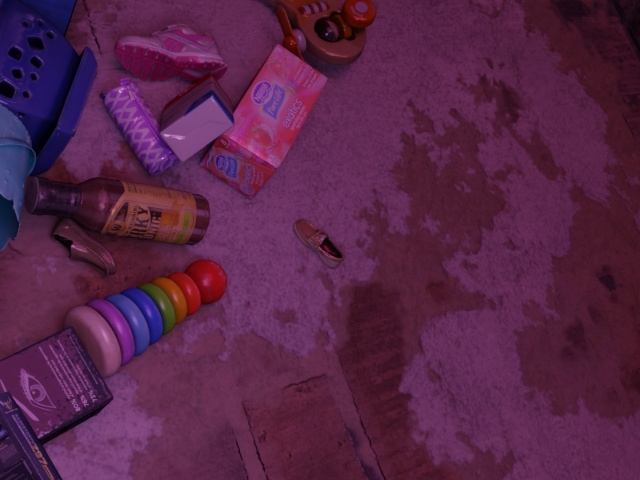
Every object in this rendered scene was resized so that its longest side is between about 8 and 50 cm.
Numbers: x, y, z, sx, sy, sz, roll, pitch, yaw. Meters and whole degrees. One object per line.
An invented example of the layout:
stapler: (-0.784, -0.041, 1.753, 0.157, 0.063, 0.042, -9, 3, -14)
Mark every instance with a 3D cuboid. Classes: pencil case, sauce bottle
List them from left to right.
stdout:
sauce bottle: (-0.384, -0.060, 1.677, 0.344, 0.111, 0.111, 7, 63, -34)
pencil case: (-0.366, -0.235, 1.811, 0.086, 0.088, 0.206, -30, 84, -45)

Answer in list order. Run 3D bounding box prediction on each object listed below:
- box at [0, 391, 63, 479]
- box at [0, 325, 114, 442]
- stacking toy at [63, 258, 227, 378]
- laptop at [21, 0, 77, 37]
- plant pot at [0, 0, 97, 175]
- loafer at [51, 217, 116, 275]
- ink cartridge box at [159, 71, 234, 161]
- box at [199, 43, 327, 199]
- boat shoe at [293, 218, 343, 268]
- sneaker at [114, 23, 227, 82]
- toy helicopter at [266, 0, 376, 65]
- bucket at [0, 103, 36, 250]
box: (-0.539, 0.372, 1.352, 0.233, 0.059, 0.183, -35, 85, 5)
box: (-0.485, 0.265, 1.486, 0.207, 0.108, 0.153, -26, 81, -35)
stacking toy: (-0.309, 0.122, 1.648, 0.330, 0.141, 0.141, -31, 84, -40)
laptop: (-0.616, -0.463, 1.566, 0.382, 0.236, 0.408, 10, 22, -24)
plant pot: (-0.559, -0.273, 1.640, 0.212, 0.236, 0.236, 25, 56, -23)
loafer: (-0.451, 0.020, 1.662, 0.148, 0.056, 0.050, 40, 54, 6)
ink cartridge box: (-0.255, -0.262, 1.813, 0.078, 0.134, 0.231, 52, 9, -23)
box: (-0.122, -0.262, 1.920, 0.142, 0.154, 0.300, 33, 56, -11)
boat shoe: (0.000, 0.000, 1.924, 0.135, 0.045, 0.050, 44, 53, -4)
sneaker: (-0.333, -0.418, 1.921, 0.252, 0.103, 0.111, 3, 61, -35)
toy helicopter: (-0.055, -0.546, 2.138, 0.355, 0.140, 0.235, 35, 63, 3)
bucket: (-0.631, -0.115, 1.497, 0.281, 0.281, 0.183, 18, 51, -21)
